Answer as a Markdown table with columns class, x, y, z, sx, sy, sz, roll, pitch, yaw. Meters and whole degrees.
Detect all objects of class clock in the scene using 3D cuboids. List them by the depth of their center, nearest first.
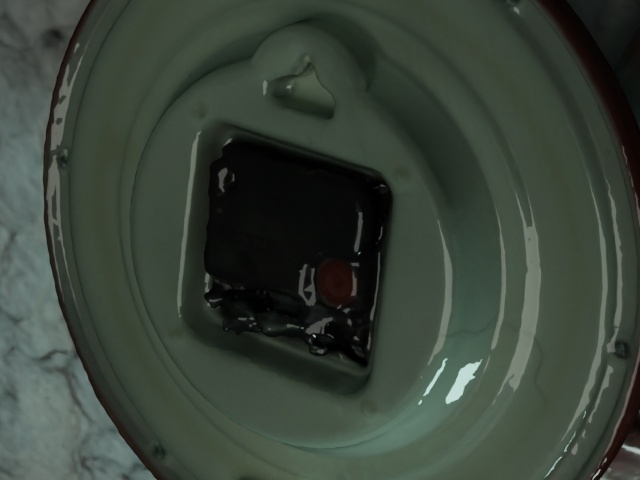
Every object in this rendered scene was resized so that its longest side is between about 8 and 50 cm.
| class | x | y | z | sx | sy | sz | roll | pitch | yaw |
| --- | --- | --- | --- | --- | --- | --- | --- | --- | --- |
| clock | 0.000 | 0.000 | 0.817 | 0.318 | 0.080 | 0.318 | 11 | 109 | 34 |

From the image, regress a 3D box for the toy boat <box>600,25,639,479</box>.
| class | x | y | z | sx | sy | sz | roll | pitch | yaw |
| --- | --- | --- | --- | --- | --- | --- | --- | --- | --- |
| toy boat | 0.146 | -0.011 | 0.846 | 0.206 | 0.096 | 0.282 | 30 | 115 | 2 |
